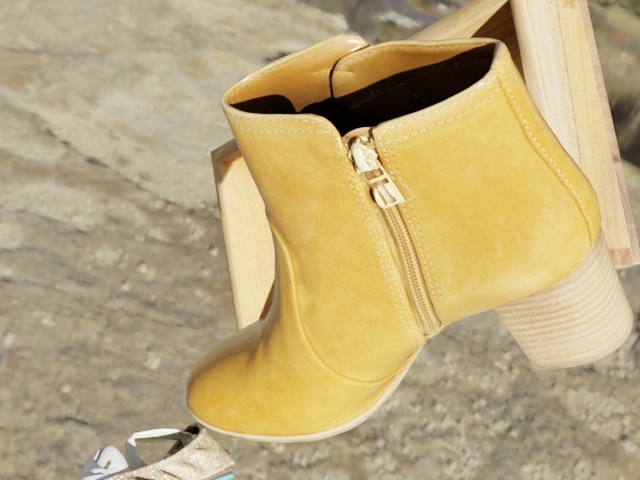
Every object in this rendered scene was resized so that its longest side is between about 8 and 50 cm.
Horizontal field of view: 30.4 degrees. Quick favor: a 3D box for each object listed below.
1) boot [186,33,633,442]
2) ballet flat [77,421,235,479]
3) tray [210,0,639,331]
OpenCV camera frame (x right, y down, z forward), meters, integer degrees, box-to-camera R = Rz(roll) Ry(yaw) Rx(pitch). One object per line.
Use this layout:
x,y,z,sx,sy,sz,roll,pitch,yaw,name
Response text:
0.000,0.001,0.621,0.211,0.295,0.104,52,37,-34,boot
-0.150,0.190,0.932,0.206,0.073,0.067,-9,66,-60,ballet flat
0.058,-0.033,0.945,0.076,0.411,0.202,-2,78,-37,tray
